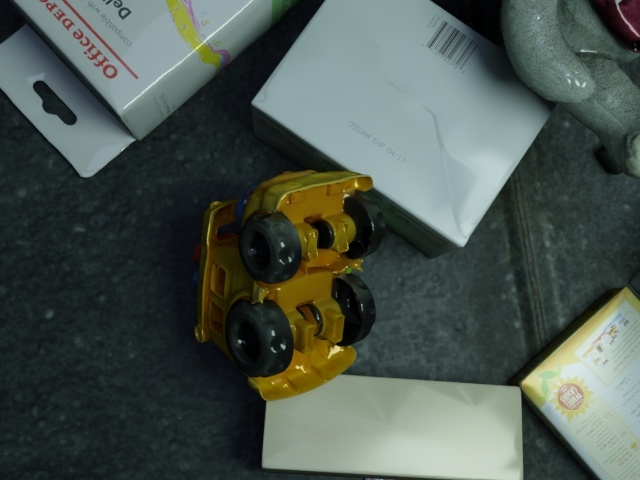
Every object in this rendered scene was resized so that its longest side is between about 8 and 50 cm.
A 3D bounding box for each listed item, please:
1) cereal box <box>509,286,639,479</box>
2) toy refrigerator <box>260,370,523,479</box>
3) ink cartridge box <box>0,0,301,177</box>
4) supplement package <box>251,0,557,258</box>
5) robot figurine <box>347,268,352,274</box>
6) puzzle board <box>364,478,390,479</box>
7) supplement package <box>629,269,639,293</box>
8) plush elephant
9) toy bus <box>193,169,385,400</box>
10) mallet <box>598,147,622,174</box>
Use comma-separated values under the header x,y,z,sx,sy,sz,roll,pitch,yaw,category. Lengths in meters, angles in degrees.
x,y,z,sx,sy,sz,roll,pitch,yaw,category
0.360,0.197,0.908,0.173,0.047,0.240,-40,87,-7,cereal box
0.073,0.206,0.865,0.270,0.094,0.102,4,71,-4,toy refrigerator
-0.204,-0.261,0.892,0.353,0.119,0.207,-43,88,-8,ink cartridge box
0.088,-0.140,0.883,0.262,0.145,0.204,35,83,0,supplement package
0.000,0.000,0.899,0.101,0.067,0.115,-14,84,1,robot figurine
0.100,0.313,0.895,0.128,0.011,0.096,26,82,0,puzzle board
0.510,0.033,0.830,0.199,0.262,0.198,44,82,3,supplement package
0.259,-0.278,0.720,0.330,0.255,0.272,38,72,24,plush elephant
-0.057,0.019,0.821,0.150,0.211,0.220,-14,119,-41,toy bus
0.315,-0.160,0.960,0.062,0.039,0.189,-44,83,-5,mallet
